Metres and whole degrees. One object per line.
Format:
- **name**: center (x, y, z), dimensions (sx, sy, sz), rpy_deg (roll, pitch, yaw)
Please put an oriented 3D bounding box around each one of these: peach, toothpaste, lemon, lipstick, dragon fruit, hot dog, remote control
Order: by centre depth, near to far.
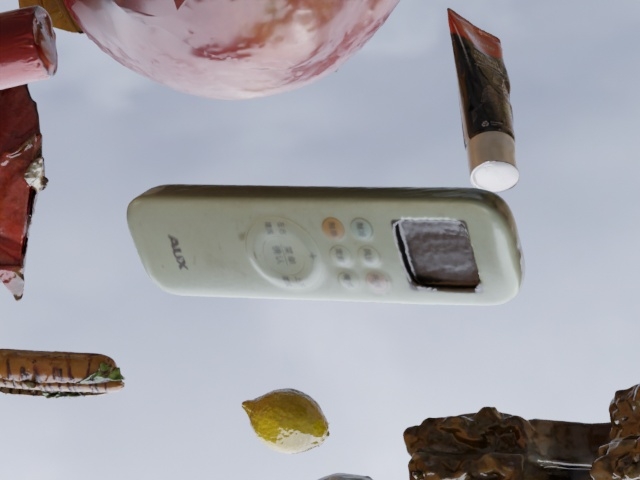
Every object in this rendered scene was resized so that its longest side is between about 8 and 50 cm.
- **remote control**: center (0.000, 0.001, 1.334), dimensions (0.309, 0.090, 0.038), rpy_deg (2, -148, 31)
- **peach**: center (-0.071, -0.232, 1.465), dimensions (0.281, 0.281, 0.338), rpy_deg (-9, 178, -2)
- **hot dog**: center (-0.220, 0.112, 1.564), dimensions (0.122, 0.049, 0.037), rpy_deg (2, -126, 6)
- **lipstick**: center (-0.366, -0.145, 1.656), dimensions (0.279, 0.073, 0.073), rpy_deg (-12, -158, 8)
- **toothpaste**: center (0.148, -0.132, 1.743), dimensions (0.045, 0.071, 0.193), rpy_deg (-37, -141, 36)
- **lemon**: center (-0.035, 0.175, 1.865), dimensions (0.092, 0.065, 0.065), rpy_deg (21, -151, 8)
- **dragon fruit**: center (-0.448, -0.105, 2.346), dimensions (0.100, 0.282, 0.343), rpy_deg (10, -171, -39)

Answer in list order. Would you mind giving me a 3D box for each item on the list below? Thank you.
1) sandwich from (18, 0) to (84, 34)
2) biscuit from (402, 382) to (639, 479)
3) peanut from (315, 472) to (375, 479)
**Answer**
- **sandwich**: center (-0.293, -0.350, 2.303), dimensions (0.117, 0.187, 0.144), rpy_deg (-16, -164, -38)
- **biscuit**: center (0.284, 0.221, 1.881), dimensions (0.366, 0.115, 0.268), rpy_deg (-10, 159, 41)
- **peanut**: center (0.031, 0.326, 2.151), dimensions (0.129, 0.129, 0.224), rpy_deg (-10, 180, -5)
